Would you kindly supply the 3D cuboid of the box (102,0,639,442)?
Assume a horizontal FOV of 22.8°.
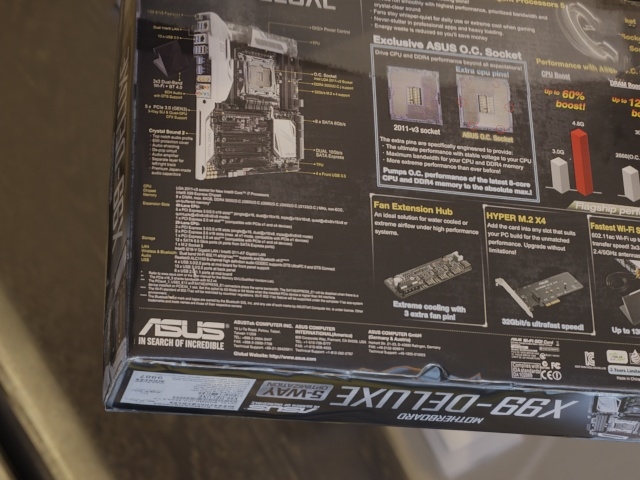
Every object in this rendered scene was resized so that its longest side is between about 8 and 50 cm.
[{"bbox_3d":[0.043,-0.025,0.846,0.307,0.076,0.242,4,64,-13],"label":"box"}]
